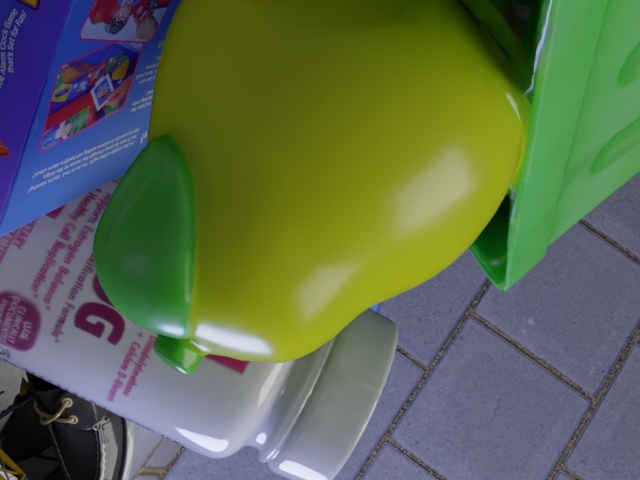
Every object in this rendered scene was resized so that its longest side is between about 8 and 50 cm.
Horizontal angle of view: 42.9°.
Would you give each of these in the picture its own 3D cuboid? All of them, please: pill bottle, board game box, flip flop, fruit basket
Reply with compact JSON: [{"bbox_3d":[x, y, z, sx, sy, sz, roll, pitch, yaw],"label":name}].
[{"bbox_3d":[-0.099,0.055,0.582,0.160,0.283,0.160,-63,-176,8],"label":"pill bottle"},{"bbox_3d":[-0.092,-0.166,0.529,0.233,0.078,0.347,-59,173,29],"label":"board game box"},{"bbox_3d":[-0.260,0.161,0.937,0.277,0.112,0.080,-60,-171,0],"label":"flip flop"},{"bbox_3d":[0.037,-0.113,0.418,0.392,0.283,0.392,-20,151,-12],"label":"fruit basket"}]

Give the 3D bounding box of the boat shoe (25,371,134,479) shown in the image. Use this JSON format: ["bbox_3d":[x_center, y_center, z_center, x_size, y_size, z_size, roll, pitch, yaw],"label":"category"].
[{"bbox_3d":[-0.215,0.116,0.691,0.069,0.081,0.227,-12,94,-62],"label":"boat shoe"}]

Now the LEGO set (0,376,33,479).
[{"bbox_3d":[-0.341,0.248,0.600,0.255,0.192,0.331,-37,-169,10],"label":"LEGO set"}]

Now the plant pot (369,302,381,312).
[{"bbox_3d":[0.000,0.000,1.212,0.236,0.212,0.236,105,2,-57],"label":"plant pot"}]
